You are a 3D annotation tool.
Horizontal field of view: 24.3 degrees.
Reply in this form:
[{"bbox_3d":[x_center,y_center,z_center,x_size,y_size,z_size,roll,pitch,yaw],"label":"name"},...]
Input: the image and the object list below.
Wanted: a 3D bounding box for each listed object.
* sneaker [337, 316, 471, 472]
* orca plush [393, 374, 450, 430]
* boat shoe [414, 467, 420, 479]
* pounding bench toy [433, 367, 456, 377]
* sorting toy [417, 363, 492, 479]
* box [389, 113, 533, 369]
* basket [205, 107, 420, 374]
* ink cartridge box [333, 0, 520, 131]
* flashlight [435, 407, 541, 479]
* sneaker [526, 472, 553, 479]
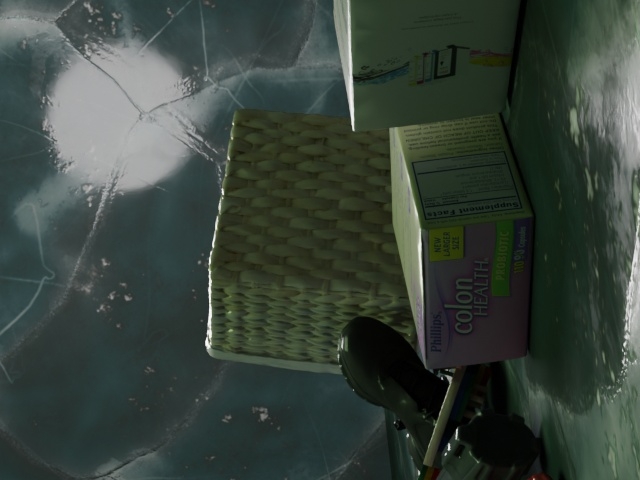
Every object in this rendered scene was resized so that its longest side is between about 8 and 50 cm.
[{"bbox_3d":[0.140,0.216,2.045,0.286,0.109,0.130,49,158,-9],"label":"sneaker"},{"bbox_3d":[0.167,0.294,2.283,0.287,0.102,0.151,-143,41,-88],"label":"orca plush"},{"bbox_3d":[0.210,0.461,2.091,0.118,0.103,0.320,93,166,-61],"label":"boat shoe"},{"bbox_3d":[0.183,0.168,2.074,0.052,0.065,0.083,88,174,-66],"label":"pounding bench toy"},{"bbox_3d":[0.183,0.198,1.879,0.132,0.046,0.274,-57,-16,-61],"label":"sorting toy"},{"bbox_3d":[0.150,-0.022,1.639,0.243,0.117,0.213,-98,3,-47],"label":"box"},{"bbox_3d":[0.000,0.000,2.219,0.266,0.331,0.328,90,-174,-61],"label":"basket"},{"bbox_3d":[0.101,-0.249,1.490,0.232,0.168,0.171,87,176,-61],"label":"ink cartridge box"},{"bbox_3d":[0.179,0.296,1.731,0.103,0.103,0.304,45,149,16],"label":"flashlight"},{"bbox_3d":[0.197,0.354,1.521,0.087,0.128,0.221,176,86,-88],"label":"sneaker"}]
